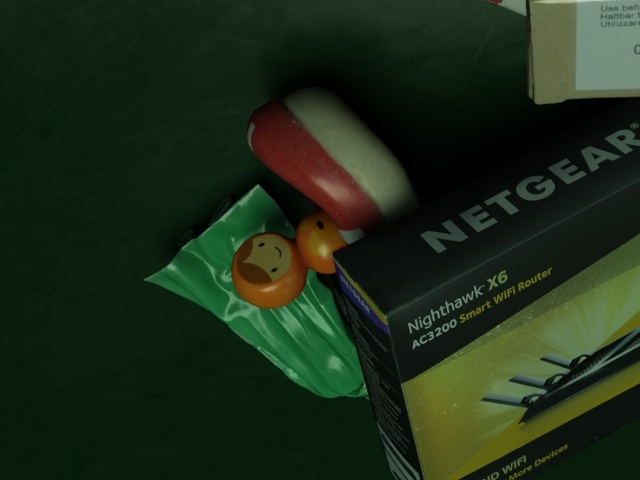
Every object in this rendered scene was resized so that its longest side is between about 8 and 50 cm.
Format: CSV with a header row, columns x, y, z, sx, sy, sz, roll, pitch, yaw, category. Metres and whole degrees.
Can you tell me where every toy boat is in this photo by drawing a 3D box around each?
x,y,z,sx,sy,sz,roll,pitch,yaw,category
0.000,0.000,0.943,0.151,0.151,0.231,-28,118,-4,toy boat

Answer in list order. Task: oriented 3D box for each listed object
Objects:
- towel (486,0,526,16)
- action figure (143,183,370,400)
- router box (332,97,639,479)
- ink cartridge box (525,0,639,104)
x,y,z,sx,sy,sz,roll,pitch,yaw,category
0.215,-0.244,0.833,0.329,0.037,0.237,21,127,-5,towel
-0.022,0.065,1.059,0.137,0.063,0.232,-36,109,25,action figure
0.178,0.049,0.904,0.309,0.081,0.243,-27,132,-13,router box
0.241,-0.182,0.723,0.234,0.193,0.088,-1,143,11,ink cartridge box
